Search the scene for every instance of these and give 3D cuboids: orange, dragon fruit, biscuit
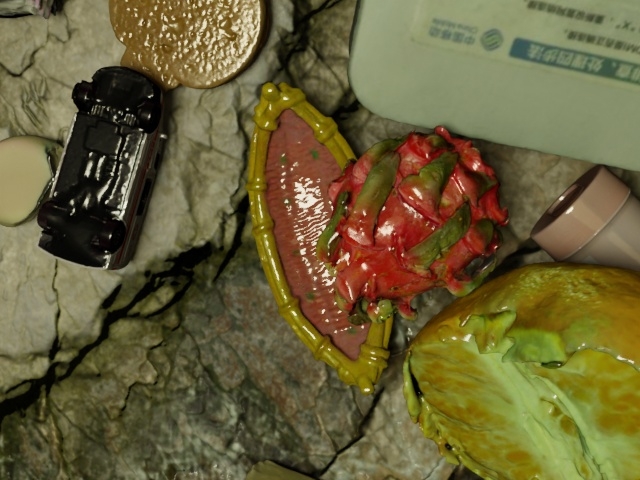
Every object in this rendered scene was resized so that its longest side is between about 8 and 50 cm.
[{"bbox_3d":[0.235,0.129,0.661,0.262,0.334,0.196,36,69,-19],"label":"orange"},{"bbox_3d":[0.074,-0.009,0.694,0.172,0.166,0.160,-30,52,-13],"label":"dragon fruit"},{"bbox_3d":[-0.141,-0.232,0.808,0.170,0.050,0.170,2,102,10],"label":"biscuit"}]

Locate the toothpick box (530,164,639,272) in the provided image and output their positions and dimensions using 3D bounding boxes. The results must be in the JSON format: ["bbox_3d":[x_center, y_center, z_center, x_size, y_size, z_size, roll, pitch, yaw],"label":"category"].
[{"bbox_3d":[0.291,0.011,0.735,0.149,0.098,0.098,43,98,3],"label":"toothpick box"}]

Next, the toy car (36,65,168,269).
[{"bbox_3d":[-0.217,-0.072,0.801,0.089,0.108,0.210,16,91,9],"label":"toy car"}]

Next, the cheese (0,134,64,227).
[{"bbox_3d":[-0.354,-0.053,0.847,0.171,0.047,0.092,-33,86,8],"label":"cheese"}]

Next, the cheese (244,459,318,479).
[{"bbox_3d":[-0.014,0.403,0.791,0.242,0.124,0.265,23,97,10],"label":"cheese"}]

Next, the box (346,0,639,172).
[{"bbox_3d":[0.242,-0.253,0.627,0.396,0.111,0.396,12,126,-2],"label":"box"}]

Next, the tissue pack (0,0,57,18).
[{"bbox_3d":[-0.393,-0.398,0.798,0.245,0.123,0.332,5,91,13],"label":"tissue pack"}]

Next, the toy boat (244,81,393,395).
[{"bbox_3d":[0.001,-0.003,0.778,0.141,0.099,0.318,-17,94,12],"label":"toy boat"}]
